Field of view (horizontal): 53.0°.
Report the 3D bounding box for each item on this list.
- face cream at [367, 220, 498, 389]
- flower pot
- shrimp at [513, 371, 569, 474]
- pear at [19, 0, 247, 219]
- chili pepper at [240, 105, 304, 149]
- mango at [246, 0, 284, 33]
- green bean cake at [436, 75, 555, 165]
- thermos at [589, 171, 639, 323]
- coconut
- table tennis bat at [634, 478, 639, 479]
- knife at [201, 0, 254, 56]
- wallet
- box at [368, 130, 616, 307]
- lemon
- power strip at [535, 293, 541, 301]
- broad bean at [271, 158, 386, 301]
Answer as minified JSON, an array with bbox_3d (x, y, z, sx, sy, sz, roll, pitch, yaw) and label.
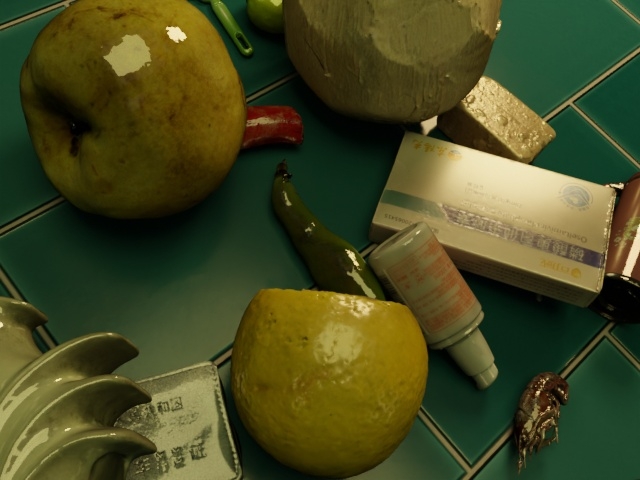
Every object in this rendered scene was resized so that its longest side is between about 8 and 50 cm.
[{"bbox_3d":[0.175,0.101,0.911,0.101,0.101,0.251,-37,95,-26],"label":"face cream"},{"bbox_3d":[-0.319,0.249,0.670,0.254,0.164,0.367,9,67,9],"label":"flower pot"},{"bbox_3d":[0.303,0.255,0.896,0.065,0.056,0.165,30,63,-4],"label":"shrimp"},{"bbox_3d":[-0.243,-0.186,0.880,0.304,0.304,0.304,5,62,-10],"label":"pear"},{"bbox_3d":[-0.092,-0.182,1.028,0.123,0.070,0.073,-9,82,-20],"label":"chili pepper"},{"bbox_3d":[-0.063,-0.432,1.160,0.117,0.089,0.163,39,49,18],"label":"mango"},{"bbox_3d":[0.302,-0.195,1.114,0.109,0.085,0.179,-39,78,-26],"label":"green bean cake"},{"bbox_3d":[0.531,-0.022,1.074,0.109,0.136,0.330,49,58,-23],"label":"thermos"},{"bbox_3d":[0.115,-0.373,0.996,0.346,0.360,0.346,1,58,-1],"label":"coconut"},{"bbox_3d":[0.438,0.441,0.851,0.131,0.022,0.234,12,62,-6],"label":"table tennis bat"},{"bbox_3d":[-0.184,-0.406,1.153,0.054,0.015,0.212,-26,71,-23],"label":"knife"},{"bbox_3d":[-0.215,0.249,0.791,0.222,0.036,0.167,-11,66,-17],"label":"wallet"},{"bbox_3d":[0.268,-0.040,1.003,0.343,0.065,0.200,17,60,9],"label":"box"},{"bbox_3d":[0.007,0.174,0.772,0.240,0.240,0.219,8,82,-9],"label":"lemon"},{"bbox_3d":[0.370,0.018,1.039,0.030,0.047,0.191,22,60,2],"label":"power strip"},{"bbox_3d":[-0.004,-0.001,0.952,0.075,0.067,0.325,-32,69,-8],"label":"broad bean"}]
